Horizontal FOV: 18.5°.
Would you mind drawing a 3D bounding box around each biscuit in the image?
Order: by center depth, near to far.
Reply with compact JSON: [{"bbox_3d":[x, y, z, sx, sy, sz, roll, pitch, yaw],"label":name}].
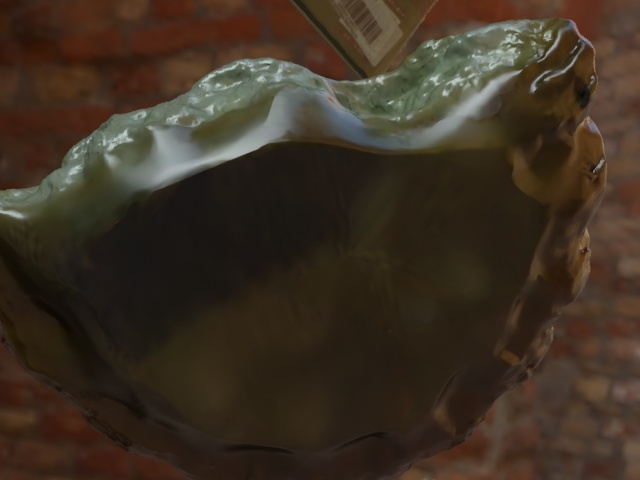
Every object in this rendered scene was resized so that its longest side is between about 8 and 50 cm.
[{"bbox_3d":[0.000,0.000,1.011,0.329,0.335,0.078,33,21,-32],"label":"biscuit"}]

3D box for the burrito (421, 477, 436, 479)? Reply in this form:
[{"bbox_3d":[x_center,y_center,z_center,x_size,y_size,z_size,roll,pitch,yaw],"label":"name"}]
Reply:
[{"bbox_3d":[0.098,0.177,1.270,0.045,0.041,0.185,-8,3,-24],"label":"burrito"}]

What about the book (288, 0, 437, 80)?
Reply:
[{"bbox_3d":[0.062,-0.281,1.447,0.026,0.289,0.201,20,-20,51],"label":"book"}]

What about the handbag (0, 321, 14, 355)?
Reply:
[{"bbox_3d":[-0.208,0.014,1.129,0.229,0.062,0.179,25,-15,-11],"label":"handbag"}]
